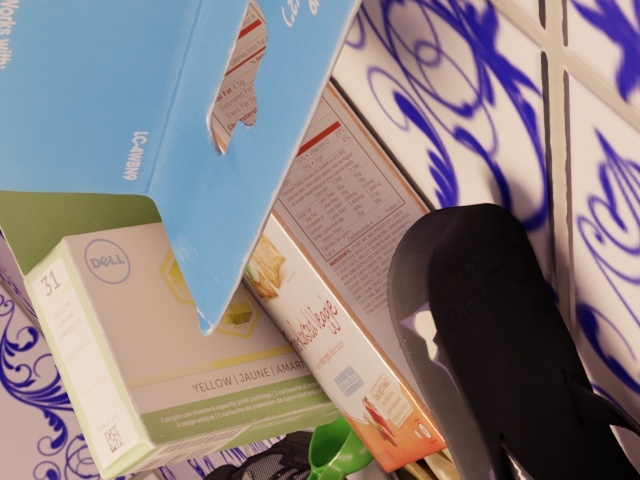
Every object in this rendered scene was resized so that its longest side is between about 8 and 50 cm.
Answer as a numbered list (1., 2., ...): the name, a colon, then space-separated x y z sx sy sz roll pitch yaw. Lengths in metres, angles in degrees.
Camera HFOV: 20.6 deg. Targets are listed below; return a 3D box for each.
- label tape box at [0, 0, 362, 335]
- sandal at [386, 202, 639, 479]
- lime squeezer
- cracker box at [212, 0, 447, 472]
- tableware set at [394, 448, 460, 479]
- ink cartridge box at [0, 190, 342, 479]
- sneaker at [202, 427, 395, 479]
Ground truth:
1. label tape box: -0.136 -0.147 0.649 0.347 0.115 0.249 60 153 20
2. sandal: 0.105 0.100 0.733 0.054 0.097 0.254 -5 125 43
3. lime squeezer: -0.019 0.081 1.073 0.059 0.110 0.310 143 121 -77
4. cracker box: 0.000 0.000 0.871 0.232 0.067 0.156 53 166 5
5. tableware set: 0.073 0.146 1.044 0.128 0.039 0.194 50 166 13
6. ink cartridge box: -0.085 0.002 0.961 0.056 0.171 0.235 -38 70 42
7. sneaker: -0.019 0.200 1.175 0.101 0.153 0.268 62 175 -10
